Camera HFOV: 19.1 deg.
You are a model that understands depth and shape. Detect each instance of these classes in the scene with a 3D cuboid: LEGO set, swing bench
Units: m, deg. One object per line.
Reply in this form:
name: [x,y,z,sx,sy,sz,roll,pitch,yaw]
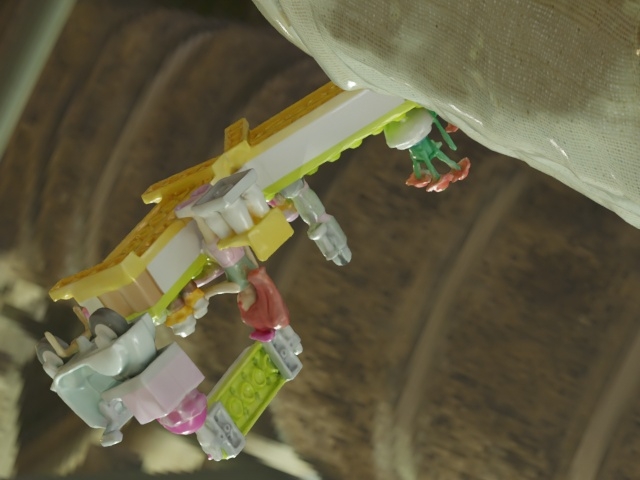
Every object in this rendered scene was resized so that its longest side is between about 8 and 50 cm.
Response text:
LEGO set: [0.000,0.000,0.840,0.287,0.107,0.132,-41,-162,-27]
swing bench: [0.108,-0.144,0.642,0.253,0.165,0.255,32,-89,43]
